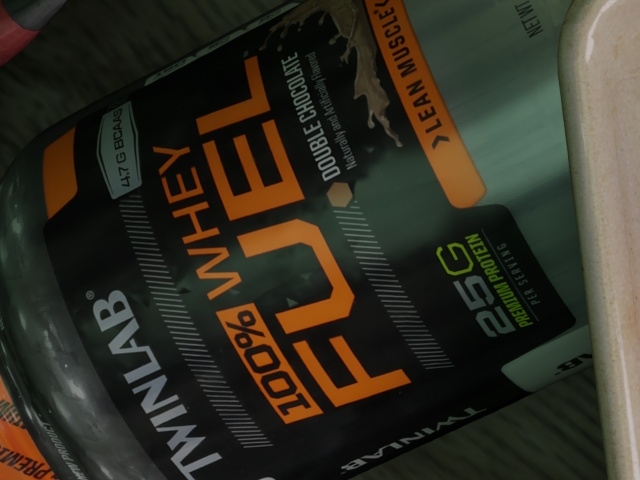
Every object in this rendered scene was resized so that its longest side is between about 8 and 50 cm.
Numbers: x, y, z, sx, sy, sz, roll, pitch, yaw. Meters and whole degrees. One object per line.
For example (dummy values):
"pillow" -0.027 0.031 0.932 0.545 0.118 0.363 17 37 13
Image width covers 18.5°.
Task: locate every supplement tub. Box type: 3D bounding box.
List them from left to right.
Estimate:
"supplement tub" 0.000 0.000 0.886 0.338 0.207 0.207 -27 92 14

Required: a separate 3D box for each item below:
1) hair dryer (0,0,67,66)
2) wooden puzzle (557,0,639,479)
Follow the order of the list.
"hair dryer" -0.185 -0.090 0.910 0.080 0.223 0.293 20 104 -20
"wooden puzzle" 0.233 0.048 0.802 0.080 0.322 0.348 4 102 45
